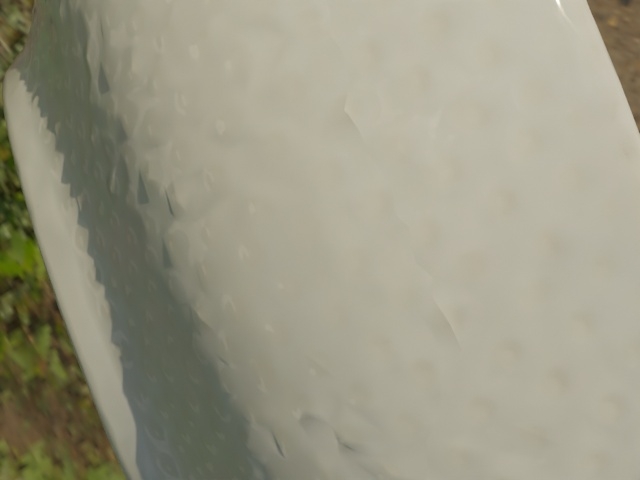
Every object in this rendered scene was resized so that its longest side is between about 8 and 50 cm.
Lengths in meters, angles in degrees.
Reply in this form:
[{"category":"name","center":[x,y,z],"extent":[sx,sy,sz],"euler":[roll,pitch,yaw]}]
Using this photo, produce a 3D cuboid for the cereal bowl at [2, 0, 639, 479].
[{"category":"cereal bowl","center":[0.000,0.000,0.565],"extent":[0.141,0.339,0.339],"euler":[-19,114,-1]}]
